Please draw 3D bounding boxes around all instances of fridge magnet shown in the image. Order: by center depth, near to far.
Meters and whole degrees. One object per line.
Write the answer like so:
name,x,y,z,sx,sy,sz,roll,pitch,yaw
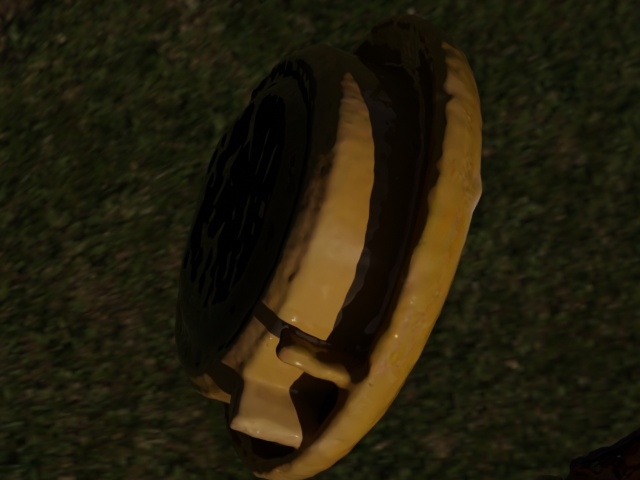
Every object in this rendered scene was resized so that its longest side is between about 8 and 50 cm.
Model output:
fridge magnet,0.000,0.000,0.493,0.063,0.143,0.143,18,74,-20

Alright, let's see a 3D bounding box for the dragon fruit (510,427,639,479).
dragon fruit,0.167,0.136,0.834,0.192,0.122,0.092,-16,58,5
